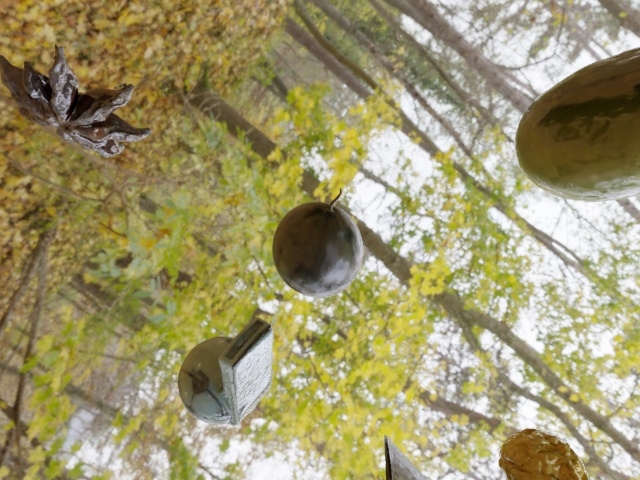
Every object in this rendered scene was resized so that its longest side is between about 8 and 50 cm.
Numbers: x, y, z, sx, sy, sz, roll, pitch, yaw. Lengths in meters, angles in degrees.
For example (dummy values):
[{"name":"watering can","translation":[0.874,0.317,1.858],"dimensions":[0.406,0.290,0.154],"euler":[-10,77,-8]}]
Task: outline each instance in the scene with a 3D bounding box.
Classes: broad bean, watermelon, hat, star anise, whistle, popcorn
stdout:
[{"name":"broad bean","translation":[0.344,-0.136,0.597],"dimensions":[0.238,0.119,0.291],"euler":[-44,-159,-10]},{"name":"watermelon","translation":[0.000,0.000,0.612],"dimensions":[0.105,0.105,0.133],"euler":[-79,-175,-65]},{"name":"hat","translation":[0.112,0.299,0.629],"dimensions":[0.146,0.067,0.145],"euler":[-4,90,-87]},{"name":"star anise","translation":[-0.226,-0.118,0.498],"dimensions":[0.141,0.141,0.042],"euler":[-34,-143,63]},{"name":"whistle","translation":[-0.167,0.219,0.923],"dimensions":[0.289,0.164,0.163],"euler":[96,13,-45]},{"name":"popcorn","translation":[0.415,0.443,1.029],"dimensions":[0.170,0.180,0.180],"euler":[-28,166,-50]}]
